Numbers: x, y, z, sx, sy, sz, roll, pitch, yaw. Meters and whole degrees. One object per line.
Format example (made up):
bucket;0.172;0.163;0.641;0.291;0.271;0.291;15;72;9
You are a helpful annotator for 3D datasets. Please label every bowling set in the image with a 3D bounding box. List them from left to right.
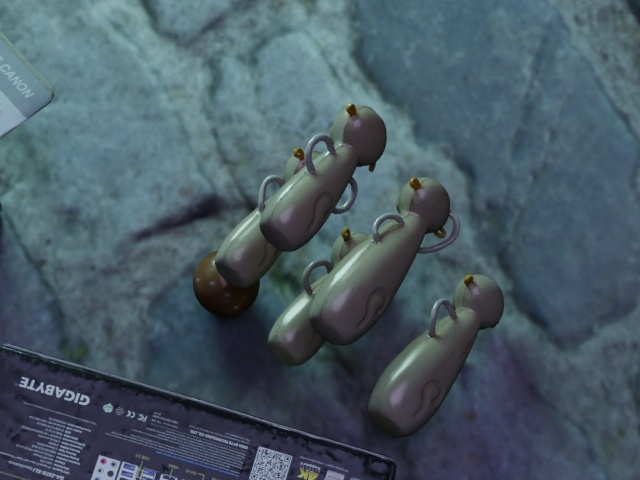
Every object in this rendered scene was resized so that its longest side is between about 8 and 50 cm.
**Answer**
bowling set;0.000;0.000;1.523;0.200;0.287;0.154;18;58;38

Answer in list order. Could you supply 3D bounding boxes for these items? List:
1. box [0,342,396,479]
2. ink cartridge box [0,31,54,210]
box;-0.129;0.245;1.473;0.322;0.079;0.257;16;72;2
ink cartridge box;-0.402;-0.115;1.556;0.272;0.130;0.309;-38;77;-17
